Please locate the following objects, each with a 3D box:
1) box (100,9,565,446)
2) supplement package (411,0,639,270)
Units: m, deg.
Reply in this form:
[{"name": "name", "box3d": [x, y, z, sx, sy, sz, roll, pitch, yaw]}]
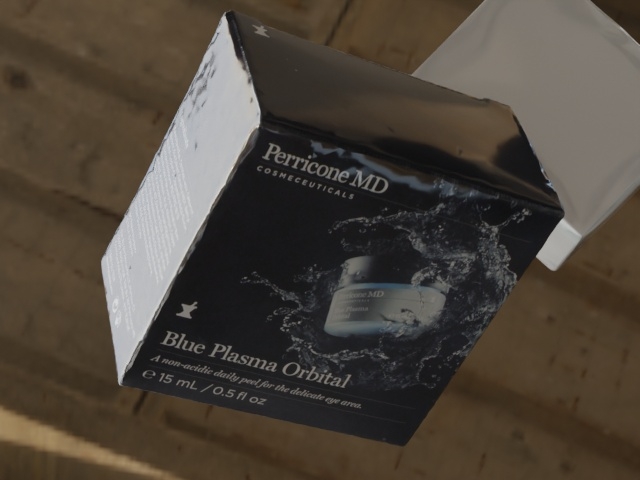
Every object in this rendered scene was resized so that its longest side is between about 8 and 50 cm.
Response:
[{"name": "box", "box3d": [0.000, 0.000, 0.694, 0.156, 0.158, 0.093, 15, -147, -24]}, {"name": "supplement package", "box3d": [0.191, -0.101, 1.269, 0.194, 0.203, 0.149, 44, -95, 9]}]
